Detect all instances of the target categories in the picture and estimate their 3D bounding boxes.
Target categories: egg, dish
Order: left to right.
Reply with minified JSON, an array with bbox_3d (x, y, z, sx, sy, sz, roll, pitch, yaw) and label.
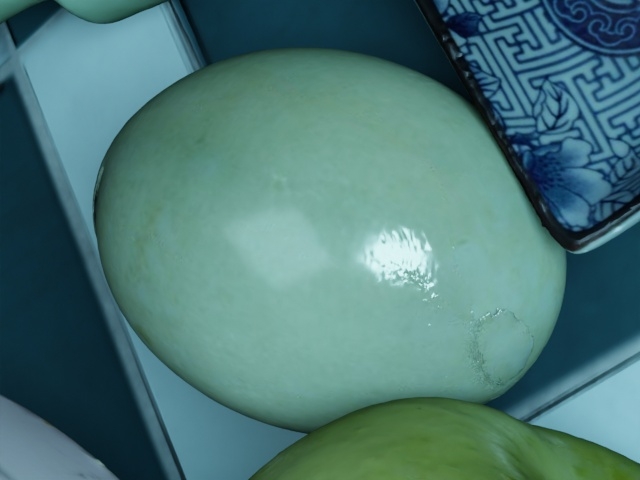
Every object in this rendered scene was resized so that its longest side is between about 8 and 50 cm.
[{"bbox_3d":[0.000,0.000,0.882,0.253,0.186,0.186,19,101,31],"label":"egg"},{"bbox_3d":[0.141,-0.132,0.834,0.182,0.080,0.243,-37,64,20],"label":"dish"}]

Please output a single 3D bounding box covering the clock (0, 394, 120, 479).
[{"bbox_3d":[-0.238,0.256,0.893,0.368,0.250,0.377,34,102,36],"label":"clock"}]

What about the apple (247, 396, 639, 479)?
[{"bbox_3d":[0.063,0.214,0.762,0.254,0.292,0.292,-50,60,16],"label":"apple"}]

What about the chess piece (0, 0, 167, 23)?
[{"bbox_3d":[-0.212,-0.162,1.074,0.299,0.194,0.194,-16,79,28],"label":"chess piece"}]
